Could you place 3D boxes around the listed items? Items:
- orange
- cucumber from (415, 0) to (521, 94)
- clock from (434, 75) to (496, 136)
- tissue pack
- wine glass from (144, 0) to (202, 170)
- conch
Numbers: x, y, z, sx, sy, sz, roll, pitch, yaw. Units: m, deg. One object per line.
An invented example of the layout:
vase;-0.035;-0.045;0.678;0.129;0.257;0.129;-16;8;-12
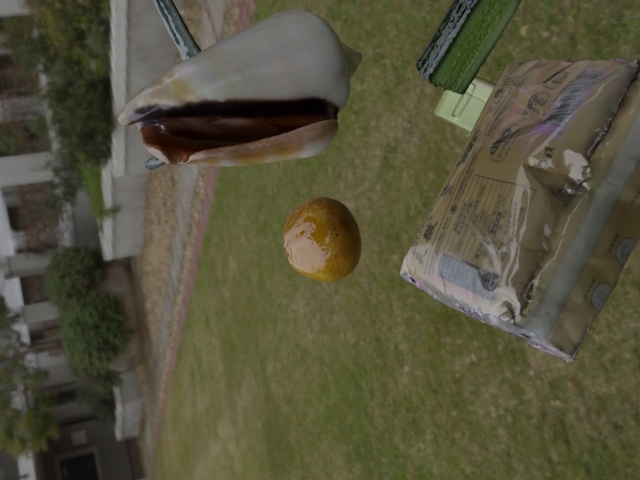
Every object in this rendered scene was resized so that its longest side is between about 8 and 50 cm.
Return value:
orange;0.000;0.000;1.447;0.159;0.136;0.158;165;90;-75
cucumber;0.215;-0.318;1.098;0.063;0.115;0.243;49;124;25
clock;0.353;-0.170;1.337;0.235;0.308;0.096;34;102;39
tissue pack;0.199;-0.043;0.740;0.256;0.123;0.215;-60;23;-1
wine glass;-0.189;-0.293;0.832;0.405;0.267;0.267;64;164;-10
conch;-0.047;-0.103;0.564;0.094;0.176;0.104;-1;106;57
